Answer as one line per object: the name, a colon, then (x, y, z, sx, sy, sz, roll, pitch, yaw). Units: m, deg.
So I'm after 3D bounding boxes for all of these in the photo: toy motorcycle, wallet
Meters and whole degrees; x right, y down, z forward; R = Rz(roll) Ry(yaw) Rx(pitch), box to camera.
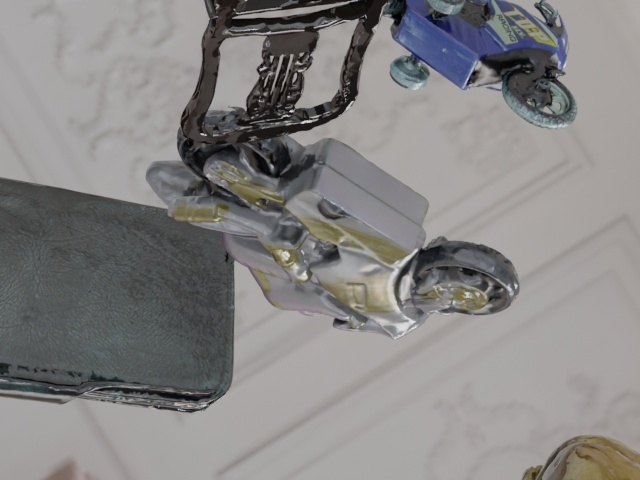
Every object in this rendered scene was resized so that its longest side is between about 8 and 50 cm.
toy motorcycle: (0.000, 0.000, 1.095, 0.225, 0.073, 0.152, 28, -31, -14)
toy motorcycle: (0.154, -0.225, 1.905, 0.315, 0.169, 0.113, 37, -50, 16)
wallet: (-0.214, 0.029, 1.228, 0.045, 0.318, 0.172, 119, -25, -51)

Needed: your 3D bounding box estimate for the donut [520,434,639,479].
donut: (0.204, 0.330, 1.481, 0.170, 0.360, 0.360, 24, -5, 0)

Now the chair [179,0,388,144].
chair: (-0.022, -0.146, 0.917, 0.229, 0.106, 0.113, 123, -44, -66)
